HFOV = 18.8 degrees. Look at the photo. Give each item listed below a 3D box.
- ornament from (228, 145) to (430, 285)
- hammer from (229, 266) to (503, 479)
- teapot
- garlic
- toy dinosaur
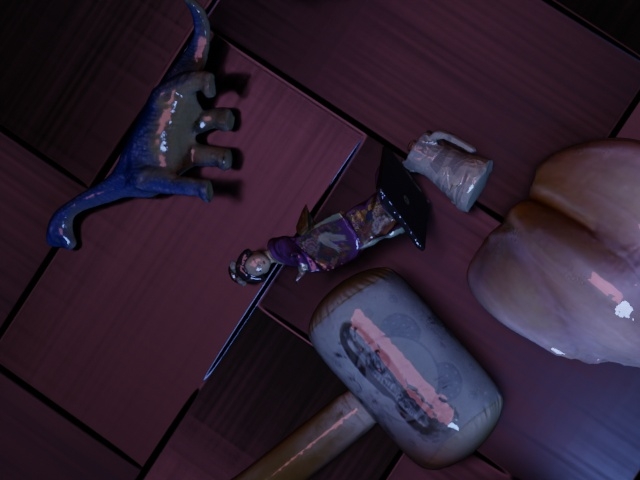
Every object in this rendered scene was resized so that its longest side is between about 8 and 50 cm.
[{"bbox_3d":[0.002,0.003,1.842,0.203,0.081,0.088,-27,116,15],"label":"ornament"},{"bbox_3d":[0.009,0.184,1.835,0.305,0.113,0.202,-42,80,11],"label":"hammer"},{"bbox_3d":[0.120,-0.074,1.843,0.083,0.057,0.067,30,131,16],"label":"teapot"},{"bbox_3d":[0.274,0.016,1.791,0.228,0.110,0.217,33,90,9],"label":"garlic"},{"bbox_3d":[-0.181,-0.113,1.892,0.188,0.075,0.248,1,94,17],"label":"toy dinosaur"}]
